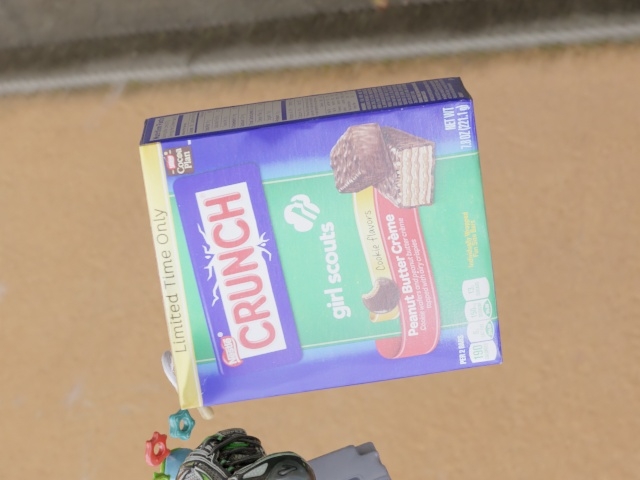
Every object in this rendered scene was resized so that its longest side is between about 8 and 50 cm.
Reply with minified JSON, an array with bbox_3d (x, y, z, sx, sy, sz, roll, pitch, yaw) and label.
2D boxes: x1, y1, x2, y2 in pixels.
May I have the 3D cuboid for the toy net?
[{"bbox_3d":[-0.191,0.223,2.077,0.045,0.232,0.122,-2,178,42],"label":"toy net"}]

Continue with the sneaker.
[{"bbox_3d":[-0.100,0.271,1.755,0.134,0.146,0.343,4,163,-23],"label":"sneaker"}]

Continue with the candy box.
[{"bbox_3d":[0.000,0.000,1.543,0.317,0.122,0.268,-8,105,1],"label":"candy box"}]

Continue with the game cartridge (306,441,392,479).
[{"bbox_3d":[0.028,0.391,1.887,0.196,0.294,0.060,-16,144,-13],"label":"game cartridge"}]
